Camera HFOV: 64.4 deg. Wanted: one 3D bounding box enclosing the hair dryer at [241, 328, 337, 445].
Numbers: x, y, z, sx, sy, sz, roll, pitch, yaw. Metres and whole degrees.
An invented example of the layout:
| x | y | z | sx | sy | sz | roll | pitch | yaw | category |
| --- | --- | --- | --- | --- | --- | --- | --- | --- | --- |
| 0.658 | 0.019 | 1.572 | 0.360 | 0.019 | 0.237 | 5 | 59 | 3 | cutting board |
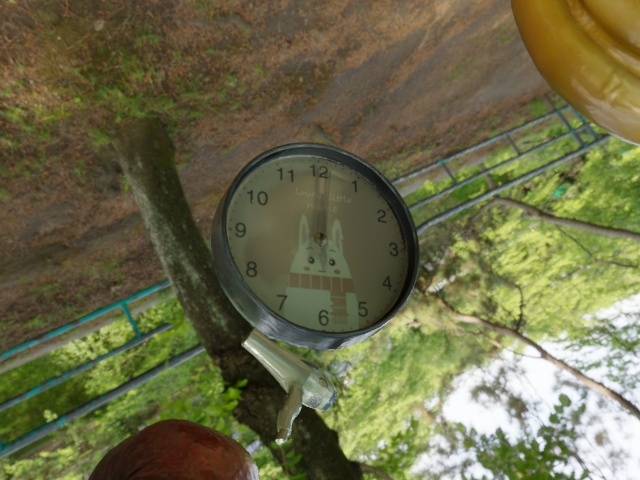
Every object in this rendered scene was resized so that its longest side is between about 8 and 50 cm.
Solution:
| x | y | z | sx | sy | sz | roll | pitch | yaw | category |
| --- | --- | --- | --- | --- | --- | --- | --- | --- | --- |
| -0.115 | 0.359 | 1.340 | 0.119 | 0.296 | 0.298 | -51 | 163 | 20 | hair dryer |

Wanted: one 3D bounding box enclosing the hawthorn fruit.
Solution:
| x | y | z | sx | sy | sz | roll | pitch | yaw | category |
| --- | --- | --- | --- | --- | --- | --- | --- | --- | --- |
| -0.167 | 0.335 | 0.627 | 0.215 | 0.215 | 0.250 | -35 | 135 | 13 | hawthorn fruit |

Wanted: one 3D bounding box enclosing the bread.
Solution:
| x | y | z | sx | sy | sz | roll | pitch | yaw | category |
| --- | --- | --- | --- | --- | --- | --- | --- | --- | --- |
| 0.503 | -0.353 | 0.789 | 0.329 | 0.423 | 0.245 | -8 | 157 | -33 | bread |

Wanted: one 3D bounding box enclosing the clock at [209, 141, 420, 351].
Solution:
| x | y | z | sx | sy | sz | roll | pitch | yaw | category |
| --- | --- | --- | --- | --- | --- | --- | --- | --- | --- |
| 0.000 | 0.000 | 0.911 | 0.386 | 0.386 | 0.076 | -25 | 169 | -29 | clock |
